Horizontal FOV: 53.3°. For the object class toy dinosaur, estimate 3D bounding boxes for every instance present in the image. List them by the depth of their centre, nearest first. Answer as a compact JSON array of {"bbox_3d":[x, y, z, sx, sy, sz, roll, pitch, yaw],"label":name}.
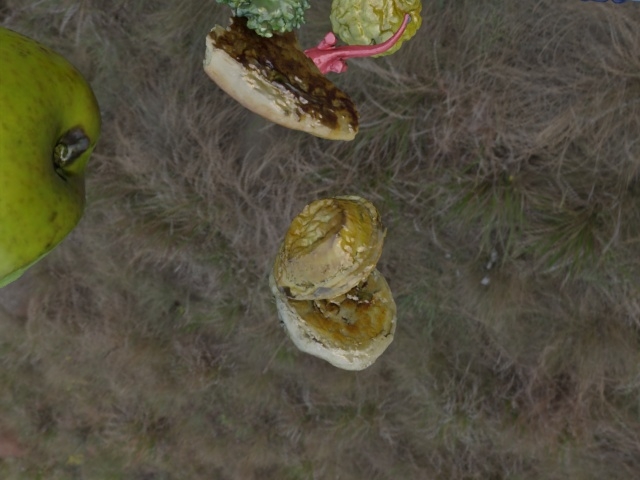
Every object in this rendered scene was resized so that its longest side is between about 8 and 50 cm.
[{"bbox_3d":[0.022,-0.317,1.096,0.286,0.139,0.070,-21,102,12],"label":"toy dinosaur"}]

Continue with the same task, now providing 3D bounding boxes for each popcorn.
[{"bbox_3d":[0.146,-0.599,1.644,0.235,0.250,0.242,-29,109,38],"label":"popcorn"}]

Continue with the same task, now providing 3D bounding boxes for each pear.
[{"bbox_3d":[-0.371,-0.099,0.608,0.342,0.317,0.239,49,148,46],"label":"pear"}]

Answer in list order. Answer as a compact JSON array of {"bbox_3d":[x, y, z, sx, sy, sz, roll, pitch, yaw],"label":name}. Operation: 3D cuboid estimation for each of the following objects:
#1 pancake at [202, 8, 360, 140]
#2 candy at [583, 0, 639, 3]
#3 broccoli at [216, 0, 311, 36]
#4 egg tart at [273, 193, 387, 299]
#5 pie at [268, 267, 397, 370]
[{"bbox_3d":[-0.063,-0.270,0.955,0.266,0.245,0.057,12,146,-39],"label":"pancake"},{"bbox_3d":[0.160,-0.164,0.348,0.088,0.038,0.136,10,172,15],"label":"candy"},{"bbox_3d":[-0.015,-0.455,0.874,0.338,0.318,0.277,0,141,-26],"label":"broccoli"},{"bbox_3d":[0.000,0.000,0.619,0.128,0.129,0.049,-3,143,34],"label":"egg tart"},{"bbox_3d":[0.029,0.139,1.451,0.339,0.339,0.077,30,127,4],"label":"pie"}]
